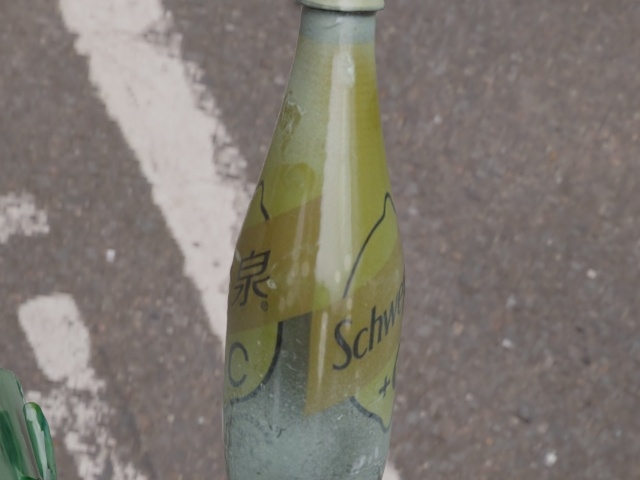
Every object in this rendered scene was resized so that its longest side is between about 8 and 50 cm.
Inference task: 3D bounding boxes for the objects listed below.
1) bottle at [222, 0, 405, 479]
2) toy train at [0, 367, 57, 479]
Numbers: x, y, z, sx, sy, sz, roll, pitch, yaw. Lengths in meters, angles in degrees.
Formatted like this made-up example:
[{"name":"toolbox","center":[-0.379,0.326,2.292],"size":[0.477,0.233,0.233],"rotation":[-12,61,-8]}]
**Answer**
[{"name":"bottle","center":[0.000,0.000,0.742],"size":[0.083,0.269,0.083],"rotation":[4,19,-1]},{"name":"toy train","center":[-0.177,0.184,0.601],"size":[0.202,0.145,0.266],"rotation":[-18,83,-3]}]
